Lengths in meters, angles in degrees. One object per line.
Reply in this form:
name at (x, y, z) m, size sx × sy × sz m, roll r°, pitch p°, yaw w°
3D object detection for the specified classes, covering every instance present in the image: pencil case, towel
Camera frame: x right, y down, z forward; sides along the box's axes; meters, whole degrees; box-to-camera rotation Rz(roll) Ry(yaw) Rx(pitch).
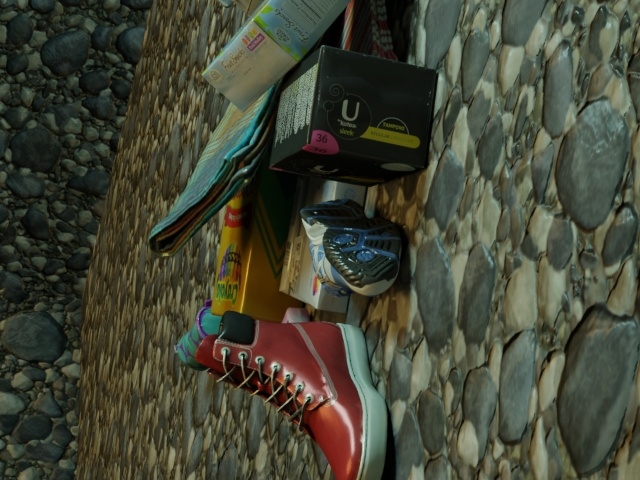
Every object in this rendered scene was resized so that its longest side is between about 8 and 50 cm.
pencil case at (-0.172, 0.144, 2.165) m, size 0.152 × 0.064 × 0.070 m, roll 130°, pitch 129°, yaw -63°
towel at (-0.081, -0.168, 1.747) m, size 0.271 × 0.040 × 0.370 m, roll -39°, pitch 23°, yaw 55°
towel at (0.047, -0.212, 1.628) m, size 0.197 × 0.029 × 0.144 m, roll -92°, pitch 18°, yaw -44°

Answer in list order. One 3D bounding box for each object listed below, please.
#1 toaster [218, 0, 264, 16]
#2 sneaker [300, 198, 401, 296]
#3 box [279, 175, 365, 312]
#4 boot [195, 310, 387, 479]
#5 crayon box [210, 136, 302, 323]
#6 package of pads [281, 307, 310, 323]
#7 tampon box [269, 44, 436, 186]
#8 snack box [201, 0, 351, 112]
toaster at (-0.044, -0.380, 1.794) m, size 0.227 × 0.129 × 0.146 m, roll -47°, pitch 2°, yaw -18°
sneaker at (0.037, 0.020, 1.461) m, size 0.211 × 0.080 × 0.081 m, roll -124°, pitch 23°, yaw -70°
box at (0.000, 0.000, 1.651) m, size 0.186 × 0.038 × 0.145 m, roll -167°, pitch 85°, yaw -76°
boot at (-0.033, 0.157, 1.411) m, size 0.244 × 0.176 × 0.088 m, roll -107°, pitch 32°, yaw -57°
crayon box at (-0.070, -0.003, 1.837) m, size 0.202 × 0.081 × 0.319 m, roll 174°, pitch 104°, yaw -74°
package of pads at (-0.029, 0.122, 1.696) m, size 0.083 × 0.032 × 0.050 m, roll -100°, pitch 22°, yaw -51°
tampon box at (0.029, -0.120, 1.445) m, size 0.161 × 0.120 × 0.101 m, roll 163°, pitch 116°, yaw -74°
snack box at (-0.019, -0.251, 1.544) m, size 0.207 × 0.070 × 0.174 m, roll -53°, pitch 10°, yaw -25°
